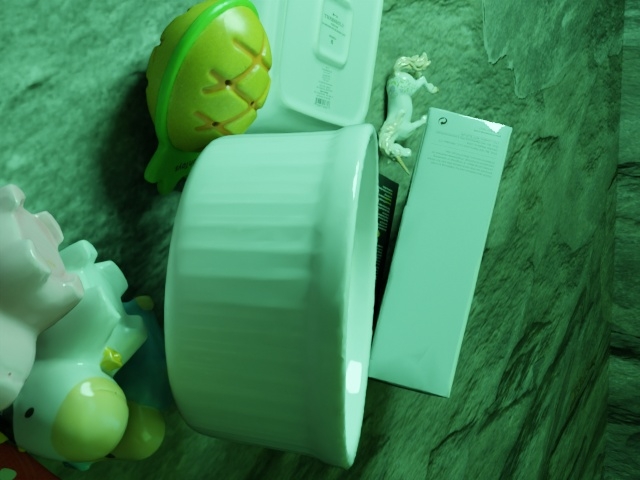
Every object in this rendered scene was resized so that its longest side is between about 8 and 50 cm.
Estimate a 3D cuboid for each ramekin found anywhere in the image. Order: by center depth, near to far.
[{"bbox_3d":[-0.029,0.040,0.689,0.277,0.135,0.277,4,90,-83],"label":"ramekin"}]

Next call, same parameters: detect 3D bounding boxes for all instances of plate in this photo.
[{"bbox_3d":[-0.001,-0.232,0.913,0.277,0.045,0.278,4,94,-61],"label":"plate"}]

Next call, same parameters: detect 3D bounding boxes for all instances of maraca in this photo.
[{"bbox_3d":[-0.101,-0.122,0.722,0.127,0.099,0.186,-29,147,-53],"label":"maraca"}]

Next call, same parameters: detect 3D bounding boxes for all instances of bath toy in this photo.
[{"bbox_3d":[-0.210,0.052,0.527,0.129,0.151,0.348,-29,147,1],"label":"bath toy"}]

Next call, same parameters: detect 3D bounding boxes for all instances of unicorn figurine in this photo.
[{"bbox_3d":[0.114,-0.168,1.124,0.111,0.060,0.162,-13,94,-49],"label":"unicorn figurine"}]

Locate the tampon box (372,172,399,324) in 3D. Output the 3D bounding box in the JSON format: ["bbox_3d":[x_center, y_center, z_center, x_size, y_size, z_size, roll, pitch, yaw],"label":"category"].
[{"bbox_3d":[0.000,0.000,0.896,0.101,0.120,0.161,19,81,-60],"label":"tampon box"}]

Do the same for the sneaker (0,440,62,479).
[{"bbox_3d":[-0.194,0.224,0.620,0.107,0.118,0.279,-66,147,-26],"label":"sneaker"}]

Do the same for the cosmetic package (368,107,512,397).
[{"bbox_3d":[0.128,0.039,1.008,0.377,0.097,0.284,71,36,-80],"label":"cosmetic package"}]
